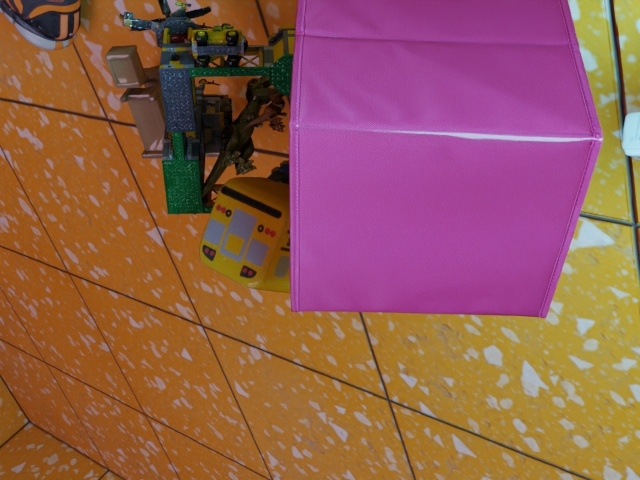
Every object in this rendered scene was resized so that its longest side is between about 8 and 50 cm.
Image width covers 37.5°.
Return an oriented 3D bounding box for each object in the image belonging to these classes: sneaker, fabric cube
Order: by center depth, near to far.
[{"bbox_3d":[0.102,-0.098,0.927,0.258,0.259,0.254,1,138,1],"label":"fabric cube"},{"bbox_3d":[-0.499,-0.458,1.481,0.321,0.125,0.180,35,144,0],"label":"sneaker"}]

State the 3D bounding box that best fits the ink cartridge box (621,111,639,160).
[{"bbox_3d":[0.405,-0.070,0.813,0.208,0.045,0.206,15,173,-43],"label":"ink cartridge box"}]

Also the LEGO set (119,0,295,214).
[{"bbox_3d":[-0.110,-0.188,1.259,0.254,0.192,0.331,-7,136,2],"label":"LEGO set"}]

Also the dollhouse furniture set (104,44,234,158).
[{"bbox_3d":[-0.207,-0.228,1.428,0.160,0.101,0.182,1,130,18],"label":"dollhouse furniture set"}]

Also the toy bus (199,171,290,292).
[{"bbox_3d":[0.000,0.000,1.197,0.108,0.130,0.332,24,-174,31],"label":"toy bus"}]
